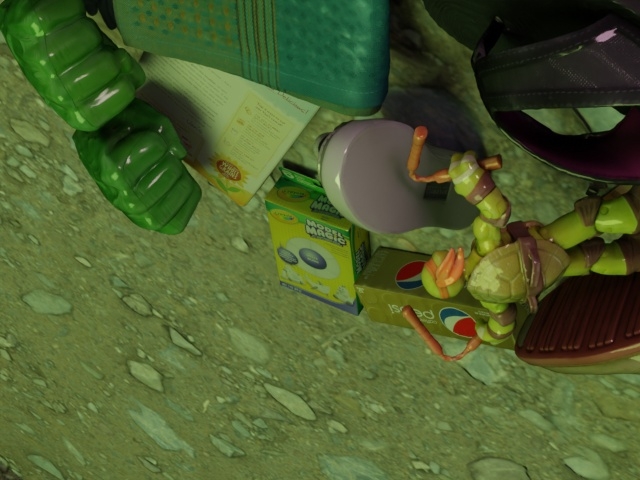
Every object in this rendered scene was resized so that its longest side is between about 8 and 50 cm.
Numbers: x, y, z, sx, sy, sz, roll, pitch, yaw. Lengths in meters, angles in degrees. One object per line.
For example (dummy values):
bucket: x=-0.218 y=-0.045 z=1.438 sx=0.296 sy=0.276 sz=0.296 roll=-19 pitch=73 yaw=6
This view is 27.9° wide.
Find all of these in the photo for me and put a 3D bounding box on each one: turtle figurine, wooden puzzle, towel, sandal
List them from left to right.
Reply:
towel: x=-0.064 y=-0.280 z=1.011 sx=0.271 sy=0.040 sz=0.370 roll=20 pitch=138 yaw=20
turtle figurine: x=0.170 y=0.002 z=1.045 sx=0.217 sy=0.087 sz=0.270 roll=-16 pitch=131 yaw=-3
sandal: x=0.213 y=-0.093 z=0.876 sx=0.445 sy=0.107 sz=0.167 roll=33 pitch=169 yaw=38
wooden puzzle: x=0.270 y=-0.030 z=1.108 sx=0.083 sy=0.006 sz=0.049 roll=37 pitch=150 yaw=-4

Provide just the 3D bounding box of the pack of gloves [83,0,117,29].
pack of gloves: x=-0.244 y=-0.309 z=1.204 sx=0.195 sy=0.046 sz=0.232 roll=30 pitch=148 yaw=31

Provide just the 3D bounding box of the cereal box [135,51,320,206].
cereal box: x=-0.096 y=-0.144 z=1.262 sx=0.173 sy=0.047 sz=0.240 roll=39 pitch=149 yaw=-3

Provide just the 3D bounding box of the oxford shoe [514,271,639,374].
oxford shoe: x=0.316 y=0.084 z=1.115 sx=0.130 sy=0.123 sz=0.348 roll=42 pitch=150 yaw=-22

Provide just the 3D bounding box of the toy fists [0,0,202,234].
toy fists: x=-0.205 y=-0.122 z=1.239 sx=0.142 sy=0.096 sz=0.279 roll=48 pitch=167 yaw=55

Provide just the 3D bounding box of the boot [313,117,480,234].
boot: x=0.038 y=-0.061 z=1.108 sx=0.123 sy=0.095 sz=0.258 roll=19 pitch=-177 yaw=31

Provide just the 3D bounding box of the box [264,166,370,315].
box: x=0.000 y=0.000 z=1.379 sx=0.105 sy=0.043 sz=0.179 roll=21 pitch=145 yaw=22

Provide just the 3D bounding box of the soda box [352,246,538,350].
soda box: x=0.128 y=0.059 z=1.319 sx=0.181 sy=0.058 sz=0.061 roll=10 pitch=142 yaw=36
